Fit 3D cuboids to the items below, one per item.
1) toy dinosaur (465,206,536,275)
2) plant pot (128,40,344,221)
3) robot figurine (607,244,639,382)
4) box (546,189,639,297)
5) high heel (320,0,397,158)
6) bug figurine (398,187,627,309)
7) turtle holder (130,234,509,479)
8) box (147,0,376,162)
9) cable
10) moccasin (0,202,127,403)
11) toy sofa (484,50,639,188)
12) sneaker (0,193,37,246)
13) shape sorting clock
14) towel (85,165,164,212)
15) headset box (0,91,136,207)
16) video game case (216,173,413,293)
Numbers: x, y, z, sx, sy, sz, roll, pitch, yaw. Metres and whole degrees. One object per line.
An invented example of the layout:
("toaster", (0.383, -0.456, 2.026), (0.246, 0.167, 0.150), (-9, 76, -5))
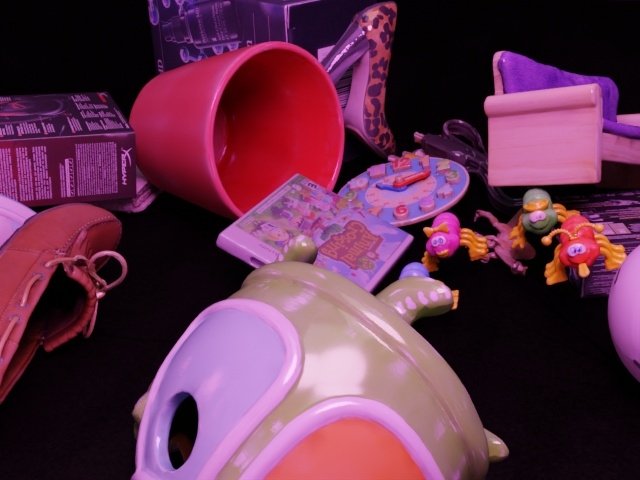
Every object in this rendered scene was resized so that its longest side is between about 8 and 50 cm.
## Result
("toy dinosaur", (0.250, -0.004, 1.115), (0.092, 0.053, 0.183), (18, 37, 6))
("plant pot", (-0.140, -0.157, 1.229), (0.243, 0.275, 0.275), (9, 28, 41))
("robot figurine", (0.428, 0.071, 0.807), (0.278, 0.174, 0.209), (-4, 22, -3))
("box", (0.400, 0.000, 1.046), (0.180, 0.078, 0.147), (-4, 27, -3))
("high heel", (0.107, -0.253, 1.335), (0.186, 0.261, 0.093), (-49, 47, -1))
("bug figurine", (0.201, 0.008, 0.958), (0.279, 0.072, 0.216), (-17, 21, 17))
("turtle holder", (-0.039, 0.137, 0.641), (0.320, 0.243, 0.227), (30, 58, 33))
("box", (-0.108, -0.317, 1.474), (0.212, 0.294, 0.395), (-24, 34, -37))
("cable", (0.249, -0.113, 1.316), (0.139, 0.072, 0.287), (-30, 46, -27))
("moccasin", (-0.305, 0.061, 0.913), (0.147, 0.139, 0.380), (19, 19, 2))
("toy sofa", (0.381, -0.159, 1.116), (0.150, 0.177, 0.362), (3, 3, 42))
("sneaker", (-0.458, 0.032, 0.972), (0.127, 0.319, 0.208), (-14, 61, 31))
("shape sorting clock", (0.121, -0.077, 1.231), (0.206, 0.040, 0.206), (-13, 25, 6))
("towel", (-0.334, -0.122, 1.380), (0.187, 0.049, 0.282), (5, 29, 16))
("headset box", (-0.442, -0.138, 1.219), (0.293, 0.110, 0.218), (-7, 28, -24))
("video game case", (0.000, 0.000, 1.066), (0.193, 0.023, 0.212), (29, 35, 12))
